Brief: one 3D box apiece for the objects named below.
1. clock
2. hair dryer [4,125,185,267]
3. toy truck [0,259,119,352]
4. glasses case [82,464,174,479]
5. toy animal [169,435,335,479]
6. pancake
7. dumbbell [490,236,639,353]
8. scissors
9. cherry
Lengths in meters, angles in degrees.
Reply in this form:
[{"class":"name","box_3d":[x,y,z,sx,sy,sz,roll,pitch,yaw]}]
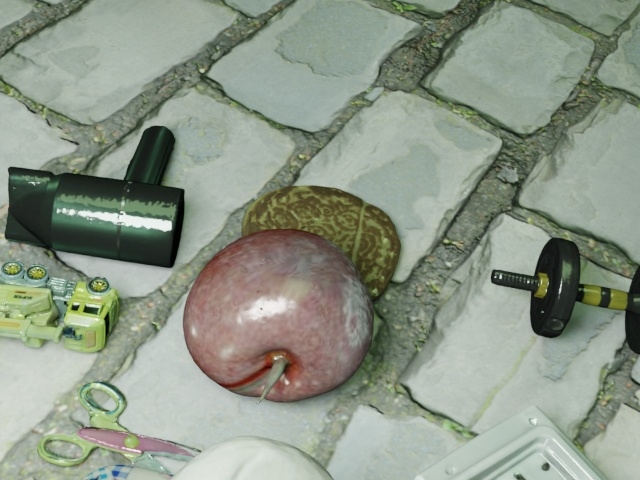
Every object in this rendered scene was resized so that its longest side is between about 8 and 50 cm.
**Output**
[{"class":"clock","box_3d":[0.263,0.331,1.117,0.231,0.116,0.262,-23,57,-31]},{"class":"hair dryer","box_3d":[-0.312,-0.089,1.409,0.244,0.116,0.302,10,35,-3]},{"class":"toy truck","box_3d":[-0.351,0.095,1.228,0.168,0.077,0.100,12,43,-3]},{"class":"glasses case","box_3d":[-0.121,0.338,1.049,0.327,0.076,0.125,16,49,2]},{"class":"toy animal","box_3d":[-0.067,0.314,0.897,0.271,0.206,0.265,34,51,-3]},{"class":"pancake","box_3d":[0.000,0.000,1.426,0.249,0.031,0.250,7,46,-7]},{"class":"dumbbell","box_3d":[0.402,0.080,1.361,0.325,0.143,0.143,11,46,-2]},{"class":"scissors","box_3d":[-0.232,0.244,1.152,0.187,0.020,0.134,22,42,10]},{"class":"cherry","box_3d":[-0.050,0.095,1.203,0.236,0.213,0.285,20,36,-5]}]
